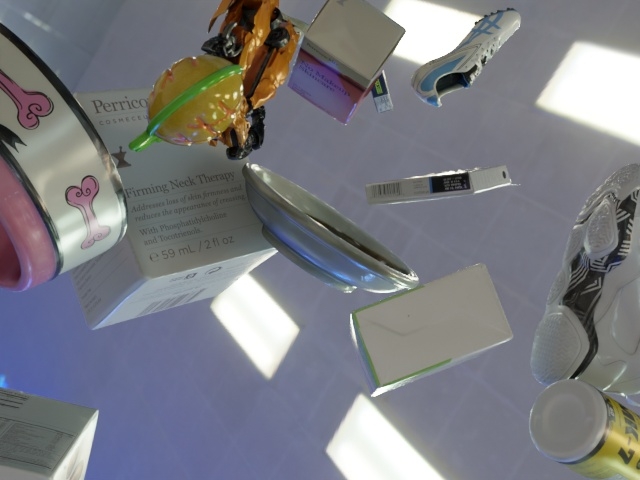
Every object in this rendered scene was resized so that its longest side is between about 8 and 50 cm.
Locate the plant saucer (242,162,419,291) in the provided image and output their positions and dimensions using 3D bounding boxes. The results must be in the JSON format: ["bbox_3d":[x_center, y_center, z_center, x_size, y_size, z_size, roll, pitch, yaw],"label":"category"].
[{"bbox_3d":[0.000,0.000,1.536,0.100,0.400,0.400,-56,-143,7],"label":"plant saucer"}]

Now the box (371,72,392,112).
[{"bbox_3d":[0.120,-0.430,1.896,0.045,0.191,0.184,-14,-132,10],"label":"box"}]

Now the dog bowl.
[{"bbox_3d":[-0.457,-0.105,1.071,0.408,0.408,0.150,-3,-144,48],"label":"dog bowl"}]

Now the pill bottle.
[{"bbox_3d":[0.410,0.290,1.164,0.119,0.208,0.119,-34,-140,34],"label":"pill bottle"}]

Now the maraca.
[{"bbox_3d":[-0.167,-0.163,0.992,0.185,0.099,0.127,-31,-178,40],"label":"maraca"}]

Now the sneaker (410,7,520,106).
[{"bbox_3d":[0.275,-0.329,1.456,0.237,0.085,0.086,-38,-114,-1],"label":"sneaker"}]

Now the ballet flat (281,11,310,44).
[{"bbox_3d":[-0.079,-0.461,1.738,0.057,0.168,0.052,-50,-165,55],"label":"ballet flat"}]

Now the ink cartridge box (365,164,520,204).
[{"bbox_3d":[0.222,-0.100,1.431,0.206,0.208,0.045,-5,-87,36],"label":"ink cartridge box"}]

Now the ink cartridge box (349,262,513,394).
[{"bbox_3d":[0.157,0.154,1.265,0.207,0.353,0.119,-20,-103,-4],"label":"ink cartridge box"}]

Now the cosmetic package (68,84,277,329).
[{"bbox_3d":[-0.350,-0.075,1.672,0.327,0.329,0.394,-35,-106,50],"label":"cosmetic package"}]

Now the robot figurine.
[{"bbox_3d":[-0.122,-0.267,1.233,0.085,0.211,0.291,8,-123,24],"label":"robot figurine"}]

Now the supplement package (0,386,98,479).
[{"bbox_3d":[-0.354,0.288,0.869,0.203,0.149,0.194,-110,-146,-82],"label":"supplement package"}]

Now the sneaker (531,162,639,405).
[{"bbox_3d":[0.482,0.078,1.237,0.137,0.210,0.366,-121,-129,-84],"label":"sneaker"}]

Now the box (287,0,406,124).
[{"bbox_3d":[0.042,-0.339,1.499,0.127,0.148,0.232,-57,-179,-15],"label":"box"}]
